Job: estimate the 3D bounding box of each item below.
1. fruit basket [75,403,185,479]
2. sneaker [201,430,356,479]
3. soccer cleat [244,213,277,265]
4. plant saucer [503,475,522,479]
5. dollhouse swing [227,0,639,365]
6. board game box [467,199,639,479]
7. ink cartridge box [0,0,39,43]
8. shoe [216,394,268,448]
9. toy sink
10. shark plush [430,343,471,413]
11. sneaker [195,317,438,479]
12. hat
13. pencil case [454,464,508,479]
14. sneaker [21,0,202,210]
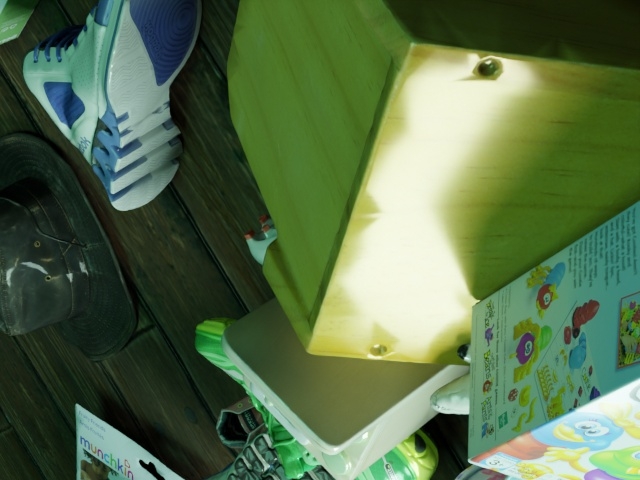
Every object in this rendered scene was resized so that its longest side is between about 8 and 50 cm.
[{"bbox_3d":[-0.251,0.445,1.859,0.327,0.165,0.353,27,130,35],"label":"fruit basket"},{"bbox_3d":[-0.042,0.275,1.534,0.330,0.147,0.129,-29,88,34],"label":"sneaker"},{"bbox_3d":[0.000,0.000,1.344,0.196,0.068,0.076,-12,120,53],"label":"soccer cleat"},{"bbox_3d":[0.287,0.303,1.139,0.318,0.044,0.317,3,99,22],"label":"plant saucer"},{"bbox_3d":[0.095,-0.119,1.129,0.347,0.315,0.305,106,164,-45],"label":"dollhouse swing"},{"bbox_3d":[0.247,0.077,0.981,0.142,0.144,0.275,21,146,-23],"label":"board game box"},{"bbox_3d":[-0.400,-0.299,1.589,0.109,0.062,0.209,56,144,4],"label":"ink cartridge box"},{"bbox_3d":[-0.052,0.190,1.515,0.063,0.081,0.178,58,143,1],"label":"shoe"},{"bbox_3d":[0.024,0.122,1.254,0.153,0.234,0.131,43,140,19],"label":"toy sink"},{"bbox_3d":[0.176,0.116,1.156,0.067,0.161,0.073,104,144,-66],"label":"shark plush"},{"bbox_3d":[-0.023,0.179,1.372,0.295,0.109,0.123,34,94,18],"label":"sneaker"},{"bbox_3d":[-0.391,0.032,1.754,0.331,0.134,0.331,27,133,34],"label":"hat"},{"bbox_3d":[0.153,0.335,1.357,0.124,0.113,0.273,28,138,9],"label":"pencil case"},{"bbox_3d":[-0.241,-0.192,1.427,0.182,0.127,0.315,39,141,21],"label":"sneaker"}]
